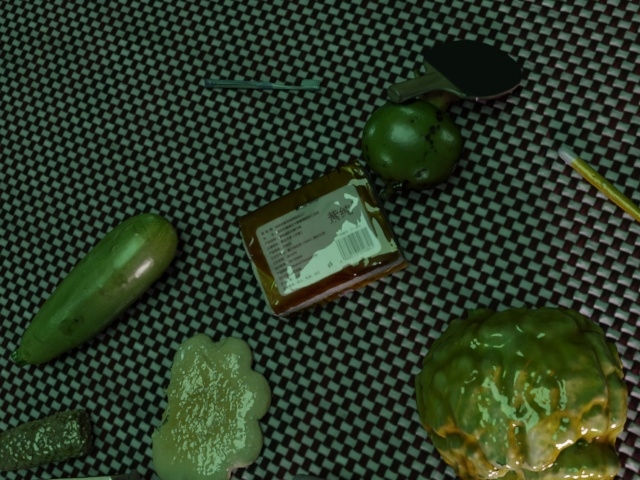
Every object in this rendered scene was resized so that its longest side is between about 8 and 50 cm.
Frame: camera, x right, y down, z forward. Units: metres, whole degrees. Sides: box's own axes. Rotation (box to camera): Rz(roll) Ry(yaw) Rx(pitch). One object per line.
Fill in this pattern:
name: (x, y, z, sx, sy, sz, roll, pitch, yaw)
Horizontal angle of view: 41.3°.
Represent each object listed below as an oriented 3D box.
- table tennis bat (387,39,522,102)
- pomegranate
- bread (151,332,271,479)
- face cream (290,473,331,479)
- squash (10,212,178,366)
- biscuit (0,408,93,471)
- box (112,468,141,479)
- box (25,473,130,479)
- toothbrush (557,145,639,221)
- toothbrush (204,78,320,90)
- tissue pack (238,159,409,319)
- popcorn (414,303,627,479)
table tennis bat: (0.204, -0.254, 1.302, 0.246, 0.022, 0.138, -24, 56, -30)
pomegranate: (0.151, -0.169, 1.325, 0.156, 0.156, 0.220, 10, 48, 20)
bread: (-0.171, 0.275, 1.360, 0.181, 0.039, 0.251, 8, 79, 21)
face cream: (0.125, 0.429, 1.164, 0.369, 0.145, 0.145, 6, 78, 20)
squash: (-0.386, 0.096, 1.435, 0.370, 0.118, 0.118, -43, 68, 5)
biscuit: (-0.464, 0.336, 1.427, 0.168, 0.070, 0.082, -15, 81, 12)
box: (-0.192, 0.454, 1.244, 0.206, 0.262, 0.291, -5, 30, 2)
box: (-0.379, 0.482, 1.345, 0.168, 0.095, 0.212, -7, 75, 18)
toothbrush: (0.458, -0.045, 1.244, 0.021, 0.024, 0.288, -44, 66, 1)
toothbrush: (-0.103, -0.275, 1.490, 0.219, 0.016, 0.019, 4, 76, 19)
tissue pack: (0.000, 0.000, 1.345, 0.226, 0.092, 0.183, -26, 70, 12)
popcorn: (0.258, 0.204, 1.118, 0.282, 0.282, 0.247, 7, 91, 20)
